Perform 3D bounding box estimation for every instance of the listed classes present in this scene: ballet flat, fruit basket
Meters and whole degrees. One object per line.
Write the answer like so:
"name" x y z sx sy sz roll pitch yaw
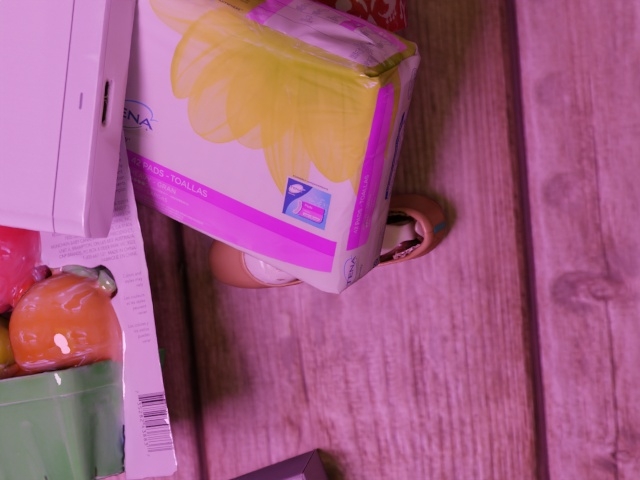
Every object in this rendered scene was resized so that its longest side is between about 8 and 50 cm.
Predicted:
"ballet flat" 0.000 0.000 1.761 0.232 0.073 0.080 -13 100 11
"fruit basket" -0.275 0.058 1.760 0.327 0.165 0.353 -12 82 34

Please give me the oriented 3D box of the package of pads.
"package of pads" -0.069 -0.116 1.670 0.296 0.101 0.229 24 123 22

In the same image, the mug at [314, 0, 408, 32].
"mug" 0.006 -0.266 1.693 0.150 0.113 0.169 -11 103 -12

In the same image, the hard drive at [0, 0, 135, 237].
"hard drive" -0.332 -0.139 1.691 0.353 0.047 0.233 8 95 29

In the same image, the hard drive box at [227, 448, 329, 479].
"hard drive box" -0.082 0.330 1.824 0.232 0.089 0.181 -20 96 12
